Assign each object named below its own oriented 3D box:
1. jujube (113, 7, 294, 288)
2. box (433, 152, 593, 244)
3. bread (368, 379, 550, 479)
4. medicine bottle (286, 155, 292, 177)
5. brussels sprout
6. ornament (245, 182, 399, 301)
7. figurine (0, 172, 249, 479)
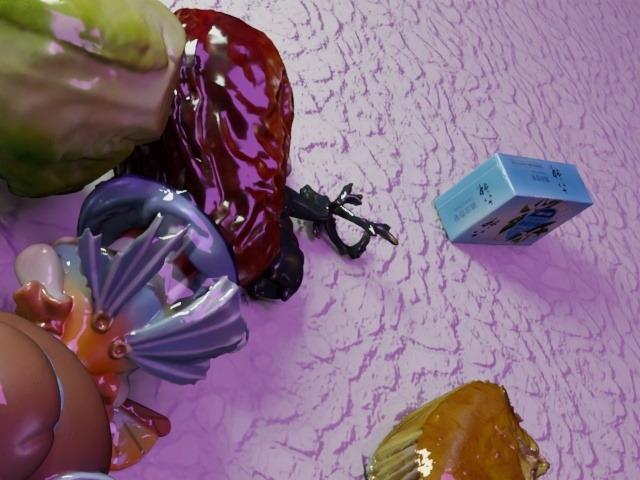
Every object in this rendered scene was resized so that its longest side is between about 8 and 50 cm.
[{"bbox_3d":[-0.128,-0.095,1.081,0.216,0.216,0.342,18,55,-35],"label":"jujube"},{"bbox_3d":[0.313,-0.062,1.532,0.232,0.142,0.083,1,60,-45],"label":"box"},{"bbox_3d":[0.171,0.277,1.131,0.179,0.133,0.250,50,37,5],"label":"bread"},{"bbox_3d":[-0.069,-0.125,1.274,0.052,0.052,0.089,15,50,-37],"label":"medicine bottle"},{"bbox_3d":[-0.280,-0.156,0.918,0.294,0.259,0.227,4,89,-5],"label":"brussels sprout"},{"bbox_3d":[0.000,0.000,1.222,0.236,0.080,0.202,12,48,-39],"label":"ornament"},{"bbox_3d":[-0.208,0.119,0.807,0.388,0.248,0.277,-51,124,-49],"label":"figurine"}]
